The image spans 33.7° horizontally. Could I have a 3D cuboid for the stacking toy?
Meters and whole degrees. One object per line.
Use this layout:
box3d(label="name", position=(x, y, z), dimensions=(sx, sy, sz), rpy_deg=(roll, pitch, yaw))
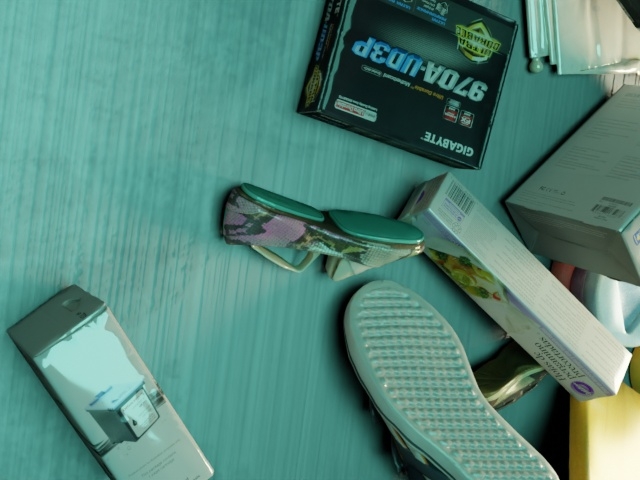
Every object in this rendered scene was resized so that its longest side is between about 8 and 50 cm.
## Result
box3d(label="stacking toy", position=(0.457, 0.053, 1.316), dimensions=(0.309, 0.130, 0.279), rpy_deg=(38, 78, -26))

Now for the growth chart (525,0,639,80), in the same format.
box3d(label="growth chart", position=(0.339, -0.275, 1.283), dimensions=(0.237, 0.021, 0.172), rpy_deg=(0, 95, -27))

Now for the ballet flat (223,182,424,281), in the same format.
box3d(label="ballet flat", position=(0.000, 0.000, 1.113), dimensions=(0.221, 0.077, 0.079), rpy_deg=(13, 111, -22))

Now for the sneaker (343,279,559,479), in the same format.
box3d(label="sneaker", position=(0.122, 0.196, 1.170), dimensions=(0.126, 0.127, 0.321), rpy_deg=(-33, 84, -27))

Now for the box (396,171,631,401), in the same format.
box3d(label="box", position=(0.222, 0.057, 1.198), dimensions=(0.324, 0.063, 0.067), rpy_deg=(42, 57, -16))

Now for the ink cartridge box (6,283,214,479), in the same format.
box3d(label="ink cartridge box", position=(-0.196, 0.147, 0.980), dimensions=(0.082, 0.139, 0.190), rpy_deg=(-37, 110, -18))

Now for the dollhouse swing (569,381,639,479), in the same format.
box3d(label="dollhouse swing", position=(0.332, 0.398, 1.323), dimensions=(0.347, 0.305, 0.315), rpy_deg=(34, 122, -26))

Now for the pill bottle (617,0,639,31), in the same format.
box3d(label="pill bottle", position=(0.396, -0.334, 1.199), dimensions=(0.162, 0.162, 0.278), rpy_deg=(-40, 97, -18))

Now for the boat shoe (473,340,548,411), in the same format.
box3d(label="boat shoe", position=(0.230, 0.159, 1.256), dimensions=(0.152, 0.056, 0.049), rpy_deg=(-22, 131, -32))

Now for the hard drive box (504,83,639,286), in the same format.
box3d(label="hard drive box", position=(0.362, -0.071, 1.220), dimensions=(0.232, 0.181, 0.089), rpy_deg=(-43, 122, -16))

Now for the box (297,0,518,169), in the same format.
box3d(label="box", position=(0.098, -0.190, 1.150), dimensions=(0.220, 0.051, 0.175), rpy_deg=(17, 87, -28))
